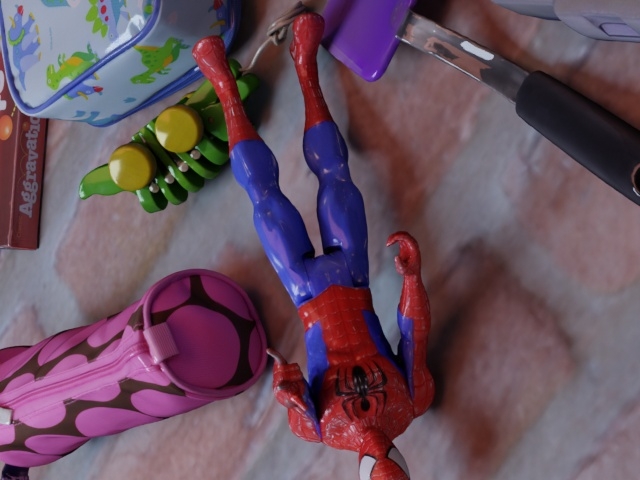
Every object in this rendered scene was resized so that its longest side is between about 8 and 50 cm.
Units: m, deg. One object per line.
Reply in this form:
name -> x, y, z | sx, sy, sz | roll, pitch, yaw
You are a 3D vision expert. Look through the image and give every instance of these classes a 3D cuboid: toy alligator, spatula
toy alligator -> -0.067, -0.068, 1.058 | 0.190, 0.056, 0.051 | -37, 96, 20
spatula -> 0.088, -0.089, 0.909 | 0.296, 0.030, 0.084 | 39, 112, 42

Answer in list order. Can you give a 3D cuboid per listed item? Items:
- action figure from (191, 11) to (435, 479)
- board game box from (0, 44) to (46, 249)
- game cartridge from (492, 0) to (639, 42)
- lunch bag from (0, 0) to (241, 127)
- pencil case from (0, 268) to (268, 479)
action figure -> 0.000, 0.000, 0.913 | 0.139, 0.091, 0.280 | 90, 164, -71
board game box -> -0.246, -0.134, 1.264 | 0.145, 0.027, 0.281 | 1, 86, 45
game cartridge -> 0.213, -0.190, 0.723 | 0.355, 0.068, 0.230 | 17, 98, 58
lunch bag -> -0.140, -0.192, 1.115 | 0.176, 0.090, 0.219 | -28, 66, 40
pencil case -> -0.133, 0.083, 1.069 | 0.209, 0.098, 0.095 | -26, 67, 41
